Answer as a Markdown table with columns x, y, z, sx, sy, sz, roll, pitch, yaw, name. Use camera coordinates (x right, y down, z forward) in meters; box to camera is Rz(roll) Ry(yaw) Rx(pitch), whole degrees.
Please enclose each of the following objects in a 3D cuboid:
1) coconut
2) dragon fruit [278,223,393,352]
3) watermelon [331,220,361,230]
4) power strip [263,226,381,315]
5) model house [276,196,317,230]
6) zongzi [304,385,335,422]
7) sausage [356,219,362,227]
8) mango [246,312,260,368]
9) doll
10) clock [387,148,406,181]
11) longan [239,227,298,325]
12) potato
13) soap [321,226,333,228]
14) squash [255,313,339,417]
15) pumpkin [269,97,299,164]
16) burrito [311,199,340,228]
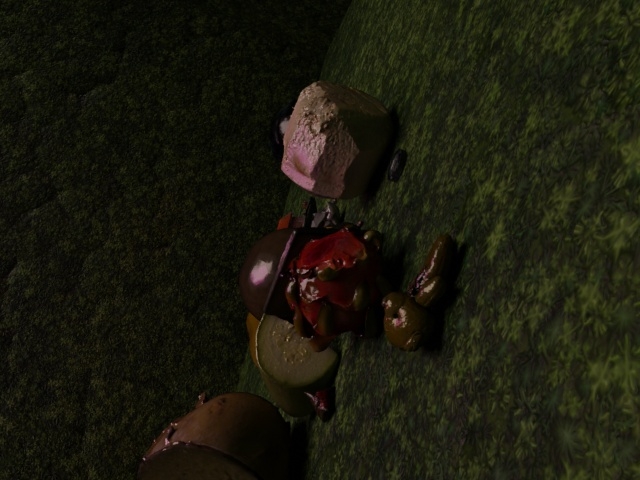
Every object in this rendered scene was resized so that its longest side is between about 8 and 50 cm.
| x | y | z | sx | sy | sz | roll | pitch | yaw | name |
| --- | --- | --- | --- | --- | --- | --- | --- | --- | --- |
| 0.031 | -0.262 | 1.692 | 0.297 | 0.297 | 0.309 | -90 | 20 | -58 | coconut |
| 0.030 | 0.108 | 1.319 | 0.227 | 0.243 | 0.307 | -33 | 5 | -37 | dragon fruit |
| 0.071 | -0.005 | 1.587 | 0.133 | 0.105 | 0.105 | -58 | 16 | 28 | watermelon |
| -0.004 | 0.063 | 1.463 | 0.092 | 0.257 | 0.251 | 59 | 134 | 39 | power strip |
| -0.105 | -0.006 | 2.189 | 0.207 | 0.154 | 0.294 | 74 | -157 | -56 | model house |
| -0.006 | 0.387 | 1.452 | 0.067 | 0.073 | 0.083 | 90 | -173 | -49 | zongzi |
| 0.101 | -0.034 | 1.716 | 0.100 | 0.015 | 0.015 | 125 | 159 | -61 | sausage |
| -0.130 | 0.301 | 1.890 | 0.331 | 0.195 | 0.142 | -114 | 5 | -58 | mango |
| 0.161 | 0.083 | 1.003 | 0.137 | 0.097 | 0.209 | 163 | 129 | -84 | doll |
| 0.189 | -0.186 | 1.486 | 0.085 | 0.017 | 0.085 | -163 | 90 | -80 | clock |
| -0.080 | 0.110 | 1.693 | 0.319 | 0.319 | 0.319 | -163 | 90 | -80 | longan |
| -0.262 | 0.596 | 1.656 | 0.442 | 0.385 | 0.319 | -53 | 5 | 32 | potato |
| 0.000 | 0.000 | 1.878 | 0.033 | 0.168 | 0.089 | 8 | -93 | -57 | soap |
| -0.079 | 0.340 | 1.577 | 0.204 | 0.237 | 0.155 | -57 | -25 | -13 | squash |
| -0.013 | -0.344 | 2.019 | 0.238 | 0.315 | 0.315 | -67 | 7 | -24 | pumpkin |
| -0.022 | 0.057 | 1.982 | 0.139 | 0.101 | 0.445 | -101 | 30 | -78 | burrito |
